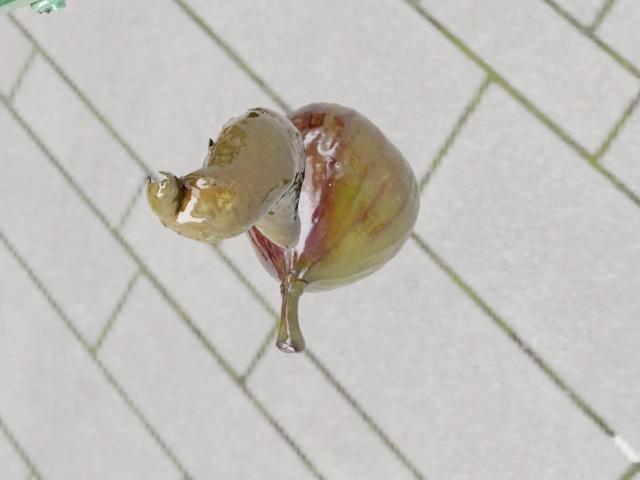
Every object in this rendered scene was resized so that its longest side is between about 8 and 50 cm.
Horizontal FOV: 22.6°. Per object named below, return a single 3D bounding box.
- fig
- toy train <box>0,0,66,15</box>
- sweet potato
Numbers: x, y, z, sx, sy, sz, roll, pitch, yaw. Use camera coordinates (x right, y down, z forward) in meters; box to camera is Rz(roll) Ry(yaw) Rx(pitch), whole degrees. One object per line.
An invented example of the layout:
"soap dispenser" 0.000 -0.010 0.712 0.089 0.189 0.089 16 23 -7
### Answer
"fig" 0.000 0.000 1.809 0.217 0.217 0.321 -35 27 35
"toy train" -0.395 -0.332 1.991 0.202 0.301 0.120 -20 96 60
"sweet potato" -0.063 -0.058 1.428 0.098 0.310 0.124 27 96 14
